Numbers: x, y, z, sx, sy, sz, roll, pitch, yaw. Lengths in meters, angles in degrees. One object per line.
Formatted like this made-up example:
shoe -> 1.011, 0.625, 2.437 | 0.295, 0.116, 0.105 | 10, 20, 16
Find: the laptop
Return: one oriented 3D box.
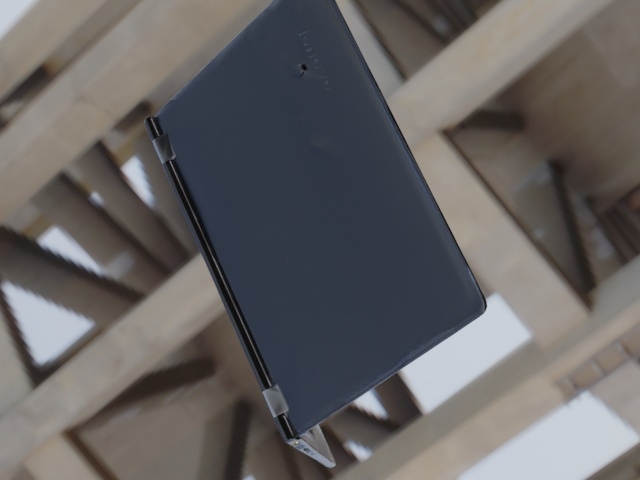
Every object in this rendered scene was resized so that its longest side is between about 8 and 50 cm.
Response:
laptop -> 0.000, 0.000, 1.487 | 0.408, 0.236, 0.382 | 58, -173, -72
